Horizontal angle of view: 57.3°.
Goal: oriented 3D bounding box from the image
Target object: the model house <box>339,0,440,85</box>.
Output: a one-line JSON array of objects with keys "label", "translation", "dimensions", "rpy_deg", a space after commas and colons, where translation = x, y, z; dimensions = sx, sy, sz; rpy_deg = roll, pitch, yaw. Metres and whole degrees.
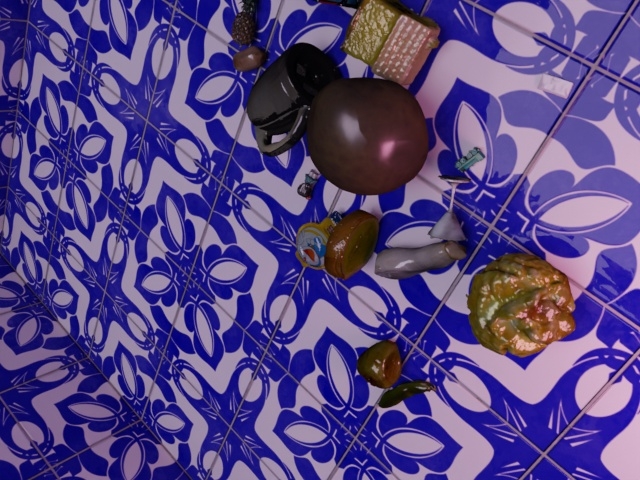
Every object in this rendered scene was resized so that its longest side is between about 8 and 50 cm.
[{"label": "model house", "translation": [0.209, -0.567, 1.672], "dimensions": [0.234, 0.175, 0.193], "rpy_deg": [44, 124, 24]}]

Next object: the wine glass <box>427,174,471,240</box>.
[{"label": "wine glass", "translation": [0.381, -0.096, 1.711], "dimensions": [0.122, 0.122, 0.182], "rpy_deg": [16, 110, 34]}]

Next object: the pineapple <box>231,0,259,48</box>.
[{"label": "pineapple", "translation": [-0.270, -0.781, 2.044], "dimensions": [0.103, 0.083, 0.221], "rpy_deg": [21, 112, 31]}]

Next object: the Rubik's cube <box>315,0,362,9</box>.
[{"label": "Rubik's cube", "translation": [0.017, -0.840, 1.677], "dimensions": [0.294, 0.283, 0.288], "rpy_deg": [32, 119, 26]}]

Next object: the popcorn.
[{"label": "popcorn", "translation": [0.534, 0.164, 1.571], "dimensions": [0.247, 0.282, 0.282], "rpy_deg": [-9, 97, 52]}]

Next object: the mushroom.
[{"label": "mushroom", "translation": [0.298, 0.060, 1.824], "dimensions": [0.351, 0.109, 0.097], "rpy_deg": [-15, 53, 42]}]

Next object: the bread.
[{"label": "bread", "translation": [0.103, 0.015, 1.881], "dimensions": [0.070, 0.236, 0.236], "rpy_deg": [26, 117, 30]}]

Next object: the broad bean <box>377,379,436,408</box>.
[{"label": "broad bean", "translation": [0.282, 0.521, 1.998], "dimensions": [0.255, 0.046, 0.065], "rpy_deg": [-33, 94, 38]}]

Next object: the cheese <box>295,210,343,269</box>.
[{"label": "cheese", "translation": [0.000, 0.000, 2.058], "dimensions": [0.270, 0.069, 0.177], "rpy_deg": [-43, 75, 37]}]

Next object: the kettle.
[{"label": "kettle", "translation": [-0.116, -0.429, 1.915], "dimensions": [0.324, 0.228, 0.320], "rpy_deg": [-22, 61, 48]}]

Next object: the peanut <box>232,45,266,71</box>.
[{"label": "peanut", "translation": [-0.256, -0.643, 2.080], "dimensions": [0.152, 0.076, 0.076], "rpy_deg": [-6, 99, 36]}]

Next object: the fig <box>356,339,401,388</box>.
[{"label": "fig", "translation": [0.206, 0.416, 1.978], "dimensions": [0.165, 0.144, 0.154], "rpy_deg": [-67, 25, 20]}]

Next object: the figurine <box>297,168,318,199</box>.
[{"label": "figurine", "translation": [-0.040, -0.196, 2.055], "dimensions": [0.060, 0.047, 0.106], "rpy_deg": [26, 115, -11]}]

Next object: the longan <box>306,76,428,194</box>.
[{"label": "longan", "translation": [0.128, -0.301, 1.674], "dimensions": [0.404, 0.404, 0.336], "rpy_deg": [43, 93, 21]}]

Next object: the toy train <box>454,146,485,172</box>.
[{"label": "toy train", "translation": [0.430, -0.232, 1.690], "dimensions": [0.045, 0.029, 0.092], "rpy_deg": [48, 131, -2]}]

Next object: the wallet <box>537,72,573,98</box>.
[{"label": "wallet", "translation": [0.606, -0.401, 1.516], "dimensions": [0.083, 0.011, 0.044], "rpy_deg": [31, 119, 28]}]
